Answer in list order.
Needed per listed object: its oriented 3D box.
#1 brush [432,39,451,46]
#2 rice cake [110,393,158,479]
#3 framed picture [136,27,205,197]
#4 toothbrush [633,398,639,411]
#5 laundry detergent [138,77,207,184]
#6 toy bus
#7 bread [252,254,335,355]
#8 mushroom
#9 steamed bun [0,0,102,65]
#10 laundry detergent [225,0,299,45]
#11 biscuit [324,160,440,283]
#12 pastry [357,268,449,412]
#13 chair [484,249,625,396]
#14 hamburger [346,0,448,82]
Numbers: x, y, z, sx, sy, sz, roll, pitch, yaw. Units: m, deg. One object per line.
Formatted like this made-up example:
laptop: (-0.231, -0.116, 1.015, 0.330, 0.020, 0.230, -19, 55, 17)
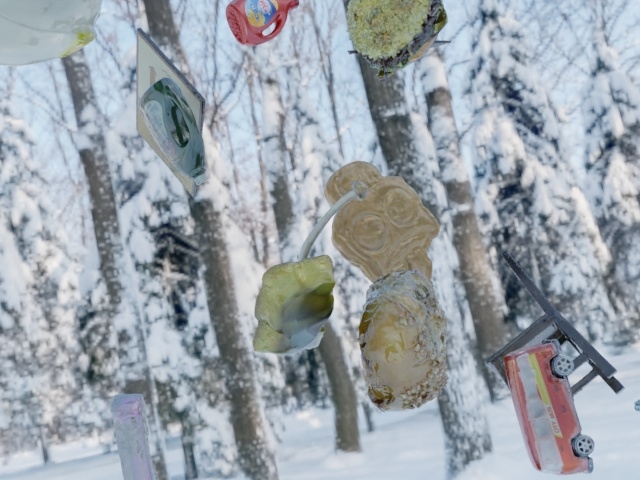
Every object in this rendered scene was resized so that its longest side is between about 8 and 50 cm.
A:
brush: (0.237, -0.468, 1.961, 0.063, 0.016, 0.193, -6, 12, -25)
rice cake: (-0.369, 0.512, 1.700, 0.070, 0.399, 0.064, -9, 6, 3)
framed picture: (-0.336, -0.273, 1.801, 0.013, 0.244, 0.324, -31, -23, -28)
toothbrush: (0.533, 0.166, 1.051, 0.269, 0.021, 0.027, -28, -32, 20)
laundry detergent: (-0.282, -0.211, 1.633, 0.063, 0.211, 0.137, -26, -5, -40)
toy bus: (0.291, 0.217, 1.047, 0.077, 0.174, 0.079, -12, -8, -3)
bread: (-0.046, 0.137, 1.599, 0.161, 0.088, 0.233, -18, -49, -29)
mushroom: (0.001, 0.000, 1.739, 0.068, 0.306, 0.043, 35, -1, -18)
steamed bun: (-0.554, -0.481, 1.466, 0.334, 0.374, 0.334, -7, -42, -6)
laundry detergent: (-0.103, -0.439, 1.588, 0.165, 0.097, 0.049, -31, 16, -36)
biscuit: (0.161, -0.034, 2.085, 0.269, 0.376, 0.051, -40, 3, -19)
pastry: (0.171, 0.189, 1.602, 0.162, 0.255, 0.311, -6, 24, 14)
chair: (0.522, 0.266, 2.058, 0.240, 0.416, 0.203, -41, -35, 7)
hamburger: (0.150, -0.472, 1.724, 0.139, 0.261, 0.243, 12, -43, -42)
